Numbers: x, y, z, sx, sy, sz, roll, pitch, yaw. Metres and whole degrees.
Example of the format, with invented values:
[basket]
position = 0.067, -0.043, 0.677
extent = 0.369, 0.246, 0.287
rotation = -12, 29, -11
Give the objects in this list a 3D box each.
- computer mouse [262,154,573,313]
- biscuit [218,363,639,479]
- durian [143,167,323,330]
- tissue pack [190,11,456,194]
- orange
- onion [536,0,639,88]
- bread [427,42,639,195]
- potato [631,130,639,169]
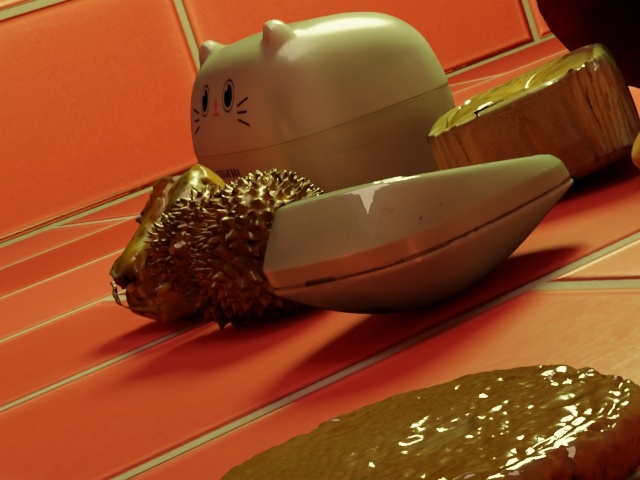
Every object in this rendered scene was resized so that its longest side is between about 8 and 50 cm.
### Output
[computer mouse]
position = 0.078, 0.000, 1.241
extent = 0.159, 0.097, 0.288
rotation = -15, -3, 36
[biscuit]
position = 0.042, 0.108, 0.752
extent = 0.225, 0.042, 0.226
rotation = -19, 6, 2
[durian]
position = -0.053, 0.006, 1.402
extent = 0.168, 0.137, 0.158
rotation = -8, 22, -26
[tissue pack]
position = -0.004, -0.128, 1.805
extent = 0.229, 0.236, 0.333
rotation = -21, 8, -21
[orange]
position = -0.124, 0.009, 1.554
extent = 0.160, 0.112, 0.170
rotation = -53, 29, 23
[onion]
position = 0.335, -0.301, 1.631
extent = 0.347, 0.348, 0.385
rotation = -14, 8, 33
[bread]
position = 0.203, -0.098, 1.579
extent = 0.192, 0.110, 0.210
rotation = -24, 6, 9
[potato]
position = 0.303, -0.082, 1.440
extent = 0.083, 0.062, 0.068
rotation = -50, 9, -33
